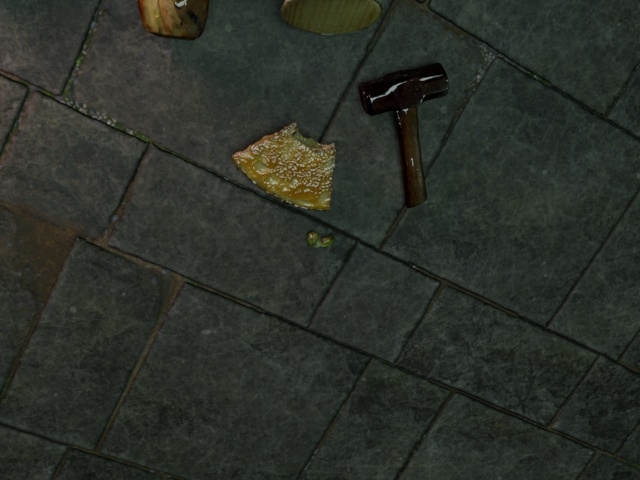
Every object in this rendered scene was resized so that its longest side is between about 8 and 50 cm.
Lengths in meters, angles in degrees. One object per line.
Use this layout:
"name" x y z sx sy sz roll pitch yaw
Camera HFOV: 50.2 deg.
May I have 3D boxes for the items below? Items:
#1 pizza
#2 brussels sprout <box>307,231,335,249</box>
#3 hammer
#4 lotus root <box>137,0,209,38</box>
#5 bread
"pizza" -0.075 -0.217 1.918 0.323 0.089 0.223 26 110 -20
"brussels sprout" 0.001 0.001 2.035 0.083 0.046 0.051 8 115 -14
"hammer" 0.259 -0.282 1.954 0.242 0.095 0.409 -14 114 -5
"lotus root" -0.361 -0.633 1.663 0.193 0.193 0.291 -4 111 -9
"bread" 0.030 -0.584 1.720 0.267 0.267 0.040 0 84 -10
